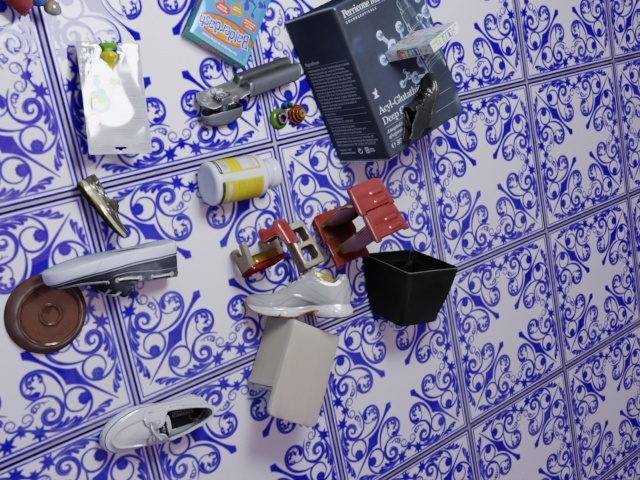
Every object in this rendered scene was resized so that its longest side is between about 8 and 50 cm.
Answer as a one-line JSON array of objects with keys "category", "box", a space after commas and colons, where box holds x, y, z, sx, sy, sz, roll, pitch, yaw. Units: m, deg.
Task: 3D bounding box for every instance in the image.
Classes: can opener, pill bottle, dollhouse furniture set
[{"category": "can opener", "box": [-0.171, -0.353, 1.812, 0.283, 0.076, 0.095, -28, 141, -33]}, {"category": "pill bottle", "box": [-0.186, -0.145, 1.779, 0.184, 0.103, 0.103, -13, 101, -35]}, {"category": "dollhouse furniture set", "box": [0.000, 0.000, 1.840, 0.374, 0.201, 0.152, -24, 81, -34]}]

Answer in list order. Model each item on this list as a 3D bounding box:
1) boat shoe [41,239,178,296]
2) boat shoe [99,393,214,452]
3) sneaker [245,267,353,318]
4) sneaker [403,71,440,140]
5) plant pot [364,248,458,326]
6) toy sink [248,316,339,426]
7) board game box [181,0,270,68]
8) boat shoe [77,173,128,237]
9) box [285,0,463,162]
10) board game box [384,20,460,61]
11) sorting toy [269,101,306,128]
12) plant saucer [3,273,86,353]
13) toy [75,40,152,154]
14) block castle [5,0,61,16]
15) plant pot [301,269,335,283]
[{"category": "boat shoe", "box": [-0.435, 0.074, 1.611, 0.301, 0.108, 0.102, -15, 103, -44]}, {"category": "boat shoe", "box": [-0.360, 0.408, 1.696, 0.258, 0.084, 0.095, -19, 104, -35]}, {"category": "sneaker", "box": [-0.051, 0.127, 1.858, 0.263, 0.099, 0.121, 1, 89, -4]}, {"category": "sneaker", "box": [0.242, -0.328, 1.856, 0.089, 0.051, 0.170, -3, 98, -41]}, {"category": "plant pot", "box": [0.234, 0.132, 2.075, 0.188, 0.188, 0.166, -4, 108, -37]}, {"category": "toy sink", "box": [-0.075, 0.323, 1.876, 0.153, 0.131, 0.234, 25, 74, -35]}, {"category": "board game box", "box": [-0.212, -0.533, 1.769, 0.160, 0.047, 0.210, 26, 79, -35]}, {"category": "boat shoe", "box": [-0.452, -0.073, 1.615, 0.049, 0.056, 0.152, -43, 116, -21]}, {"category": "box", "box": [0.143, -0.439, 1.939, 0.293, 0.212, 0.395, -35, 112, -29]}, {"category": "board game box", "box": [0.237, -0.465, 1.779, 0.103, 0.154, 0.026, -43, 116, -26]}, {"category": "sorting toy", "box": [-0.075, -0.315, 1.888, 0.102, 0.042, 0.061, -23, 107, -33]}, {"category": "plant saucer", "box": [-0.561, 0.152, 1.565, 0.169, 0.029, 0.168, -4, 96, -37]}, {"category": "toy", "box": [-0.442, -0.298, 1.608, 0.137, 0.056, 0.237, -6, 92, -33]}, {"category": "block castle", "box": [-0.462, -0.659, 1.419, 0.213, 0.303, 0.453, 32, 74, -27]}, {"category": "plant pot", "box": [-0.015, 0.120, 1.943, 0.083, 0.081, 0.081, 44, 67, -17]}]
